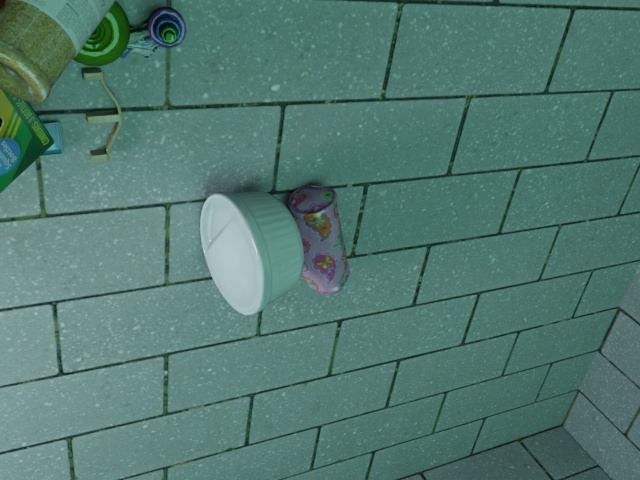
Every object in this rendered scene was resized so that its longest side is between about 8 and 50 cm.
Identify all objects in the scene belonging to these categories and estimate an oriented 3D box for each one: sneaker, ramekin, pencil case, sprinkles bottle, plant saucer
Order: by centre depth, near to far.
[{"bbox_3d":[-0.372,-0.376,0.983,0.121,0.121,0.355,47,58,-43],"label":"sprinkles bottle"},{"bbox_3d":[-0.313,-0.368,1.197,0.135,0.052,0.058,-14,136,-9],"label":"sneaker"},{"bbox_3d":[-0.576,-0.179,1.202,0.192,0.018,0.067,-11,128,-24],"label":"plant saucer"},{"bbox_3d":[-0.146,0.015,1.434,0.127,0.273,0.273,-19,131,-32],"label":"ramekin"},{"bbox_3d":[0.000,0.000,1.600,0.124,0.124,0.284,-24,132,-12],"label":"pencil case"}]

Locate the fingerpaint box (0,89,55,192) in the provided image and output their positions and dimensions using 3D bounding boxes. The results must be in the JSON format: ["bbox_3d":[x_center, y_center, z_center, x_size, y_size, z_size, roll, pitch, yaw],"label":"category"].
[{"bbox_3d":[-0.637,-0.187,0.895,0.371,0.163,0.445,-52,154,-25],"label":"fingerpaint box"}]

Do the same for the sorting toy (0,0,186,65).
[{"bbox_3d":[-0.403,-0.337,1.074,0.365,0.126,0.127,-6,119,-14],"label":"sorting toy"}]

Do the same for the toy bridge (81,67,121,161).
[{"bbox_3d":[-0.413,-0.235,1.248,0.063,0.026,0.188,-11,128,-24],"label":"toy bridge"}]
